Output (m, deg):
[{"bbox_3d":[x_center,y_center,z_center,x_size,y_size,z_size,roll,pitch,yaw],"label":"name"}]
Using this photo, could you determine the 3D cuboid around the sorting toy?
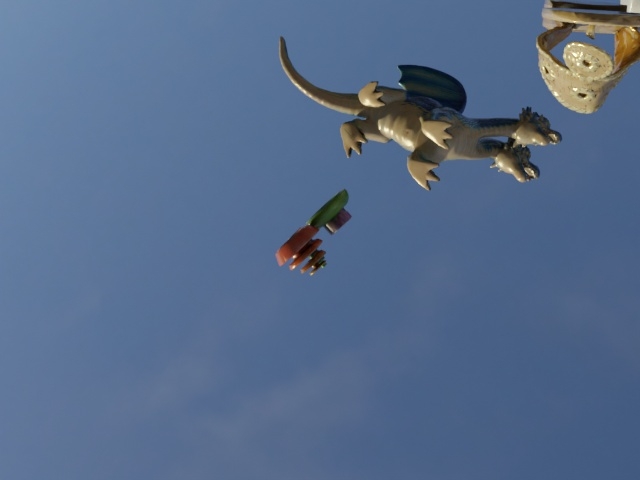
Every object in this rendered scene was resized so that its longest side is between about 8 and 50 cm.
[{"bbox_3d":[0.000,0.000,1.365,0.102,0.042,0.061,-45,-177,-35],"label":"sorting toy"}]

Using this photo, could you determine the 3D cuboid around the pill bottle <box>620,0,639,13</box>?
[{"bbox_3d":[0.456,-0.284,1.668,0.229,0.131,0.131,4,-140,3],"label":"pill bottle"}]

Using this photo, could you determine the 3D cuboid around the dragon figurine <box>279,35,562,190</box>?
[{"bbox_3d":[0.095,-0.126,1.521,0.289,0.085,0.144,24,-156,21],"label":"dragon figurine"}]

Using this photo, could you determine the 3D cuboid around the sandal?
[{"bbox_3d":[0.202,-0.135,1.116,0.088,0.079,0.240,4,-168,3],"label":"sandal"}]
